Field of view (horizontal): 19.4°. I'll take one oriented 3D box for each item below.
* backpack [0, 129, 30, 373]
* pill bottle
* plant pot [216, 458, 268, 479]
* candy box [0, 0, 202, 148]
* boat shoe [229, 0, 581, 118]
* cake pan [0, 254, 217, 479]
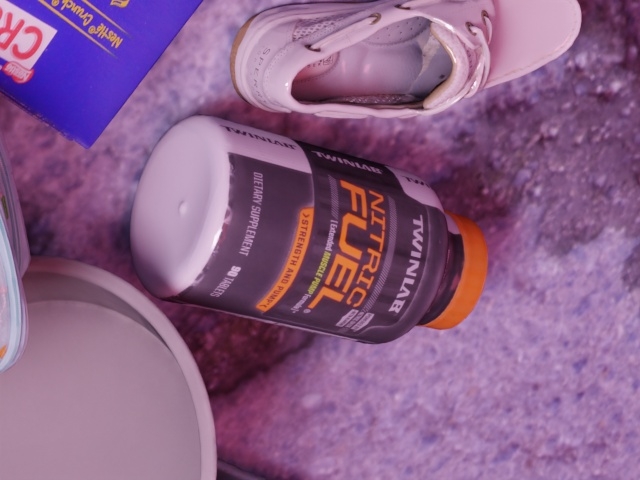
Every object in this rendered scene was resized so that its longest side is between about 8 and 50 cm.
[{"bbox_3d":[-0.281,-0.004,1.092,0.191,0.253,0.225,-31,124,-37],"label":"backpack"},{"bbox_3d":[0.000,0.000,1.320,0.245,0.130,0.130,13,105,-33],"label":"pill bottle"},{"bbox_3d":[-0.108,0.329,1.351,0.247,0.248,0.252,27,115,-35],"label":"plant pot"},{"bbox_3d":[-0.154,-0.256,1.106,0.317,0.122,0.268,-52,135,1],"label":"candy box"},{"bbox_3d":[0.079,-0.130,1.324,0.277,0.096,0.098,-15,118,-22],"label":"boat shoe"},{"bbox_3d":[-0.192,0.157,1.213,0.293,0.293,0.054,-52,154,1],"label":"cake pan"}]
